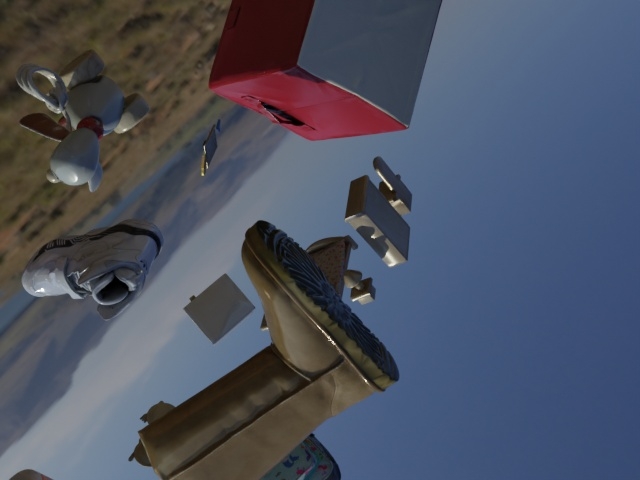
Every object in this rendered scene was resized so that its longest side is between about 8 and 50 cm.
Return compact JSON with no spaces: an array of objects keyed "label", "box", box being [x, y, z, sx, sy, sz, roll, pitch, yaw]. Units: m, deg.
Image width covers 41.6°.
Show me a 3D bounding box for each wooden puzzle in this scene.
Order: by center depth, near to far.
[{"label":"wooden puzzle","box":[-0.232,-0.196,1.759,0.116,0.014,0.078,-72,171,-47]}]

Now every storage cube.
[{"label":"storage cube","box":[0.006,-0.249,1.038,0.193,0.183,0.215,3,-106,53]}]

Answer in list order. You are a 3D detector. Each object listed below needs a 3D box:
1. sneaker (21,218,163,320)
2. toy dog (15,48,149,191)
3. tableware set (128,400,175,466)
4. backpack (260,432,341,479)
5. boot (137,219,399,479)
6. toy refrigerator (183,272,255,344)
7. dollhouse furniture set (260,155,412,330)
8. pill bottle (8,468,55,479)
[{"label":"sneaker","box":[-0.539,0.083,1.918,0.366,0.137,0.210,-19,-147,13]},{"label":"toy dog","box":[-0.433,-0.197,1.475,0.161,0.220,0.334,-31,-170,22]},{"label":"tableware set","box":[-0.264,0.375,1.550,0.141,0.168,0.020,-64,175,-46]},{"label":"backpack","box":[-0.109,0.525,1.990,0.225,0.253,0.191,-43,145,-5]},{"label":"boot","box":[-0.087,0.144,0.879,0.269,0.236,0.089,-36,-168,14]},{"label":"toy refrigerator","box":[-0.197,0.135,1.621,0.102,0.094,0.269,-40,179,-9]},{"label":"dollhouse furniture set","box":[0.000,0.000,1.844,0.355,0.174,0.303,-21,-142,30]},{"label":"pill bottle","box":[-0.404,0.460,1.336,0.121,0.221,0.121,-30,-142,27]}]
